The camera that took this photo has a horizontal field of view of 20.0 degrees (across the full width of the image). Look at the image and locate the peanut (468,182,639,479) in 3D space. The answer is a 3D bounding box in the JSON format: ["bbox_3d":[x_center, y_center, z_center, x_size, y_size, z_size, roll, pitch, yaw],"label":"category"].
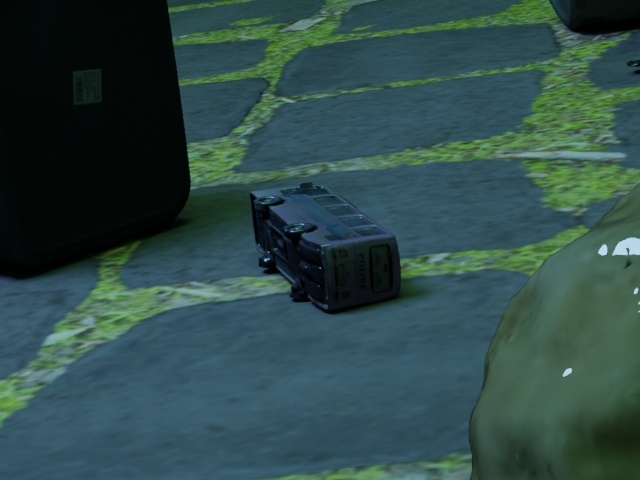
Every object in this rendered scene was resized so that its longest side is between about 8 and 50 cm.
[{"bbox_3d":[0.202,0.038,0.438,0.340,0.158,0.174,-5,-18,-2],"label":"peanut"}]

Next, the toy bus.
[{"bbox_3d":[0.000,0.000,0.906,0.052,0.037,0.131,-10,16,-14],"label":"toy bus"}]

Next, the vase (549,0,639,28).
[{"bbox_3d":[0.328,-0.248,1.451,0.301,0.156,0.251,0,16,8],"label":"vase"}]

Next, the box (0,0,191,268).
[{"bbox_3d":[-0.157,-0.091,1.027,0.144,0.201,0.090,-19,22,-37],"label":"box"}]

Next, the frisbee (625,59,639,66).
[{"bbox_3d":[0.277,-0.115,1.221,0.211,0.012,0.187,-15,15,-20],"label":"frisbee"}]
